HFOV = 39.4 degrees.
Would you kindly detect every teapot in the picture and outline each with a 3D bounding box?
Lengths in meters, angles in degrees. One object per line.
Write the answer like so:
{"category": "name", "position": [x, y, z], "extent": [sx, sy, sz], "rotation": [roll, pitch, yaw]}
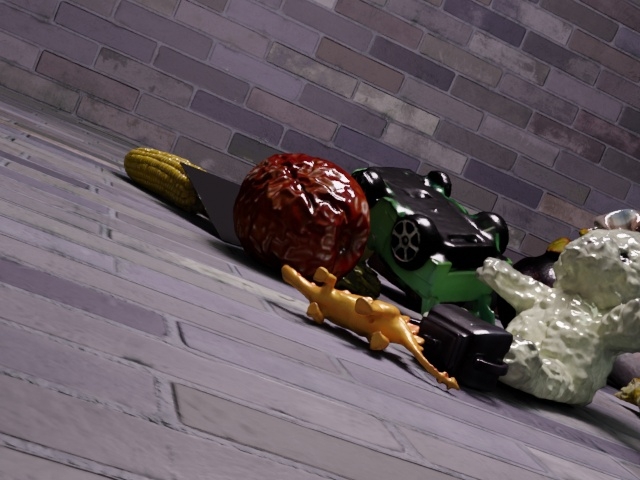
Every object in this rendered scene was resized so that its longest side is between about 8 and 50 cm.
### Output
{"category": "teapot", "position": [0.175, 0.139, 1.200], "extent": [0.096, 0.087, 0.177], "rotation": [14, 9, -40]}

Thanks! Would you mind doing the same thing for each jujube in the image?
{"category": "jujube", "position": [-0.037, -0.040, 1.519], "extent": [0.232, 0.212, 0.213], "rotation": [25, 5, 37]}

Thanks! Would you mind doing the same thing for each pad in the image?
{"category": "pad", "position": [-0.099, -0.032, 1.802], "extent": [0.368, 0.007, 0.247], "rotation": [20, 27, -43]}

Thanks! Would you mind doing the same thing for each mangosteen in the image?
{"category": "mangosteen", "position": [0.522, 0.110, 1.925], "extent": [0.275, 0.302, 0.275], "rotation": [25, 5, -2]}

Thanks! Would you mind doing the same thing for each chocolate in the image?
{"category": "chocolate", "position": [0.725, 0.303, 1.998], "extent": [0.303, 0.100, 0.185], "rotation": [28, -4, 28]}

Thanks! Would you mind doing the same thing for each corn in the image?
{"category": "corn", "position": [-0.325, -0.135, 1.902], "extent": [0.101, 0.101, 0.292], "rotation": [19, 4, -45]}

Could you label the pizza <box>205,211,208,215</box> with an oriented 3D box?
{"category": "pizza", "position": [-0.235, -0.082, 1.962], "extent": [0.188, 0.062, 0.199], "rotation": [9, 14, -15]}

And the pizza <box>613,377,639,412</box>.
{"category": "pizza", "position": [0.639, 0.318, 1.576], "extent": [0.280, 0.075, 0.288], "rotation": [21, 4, 30]}

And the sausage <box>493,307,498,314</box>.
{"category": "sausage", "position": [0.442, 0.117, 2.492], "extent": [0.280, 0.152, 0.152], "rotation": [23, 4, -7]}

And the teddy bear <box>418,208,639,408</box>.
{"category": "teddy bear", "position": [0.387, 0.063, 1.380], "extent": [0.375, 0.362, 0.327], "rotation": [27, 0, -39]}

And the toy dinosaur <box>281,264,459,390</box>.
{"category": "toy dinosaur", "position": [0.069, 0.107, 1.169], "extent": [0.288, 0.070, 0.117], "rotation": [30, 6, 20]}

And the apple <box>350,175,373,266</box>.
{"category": "apple", "position": [0.030, -0.033, 1.762], "extent": [0.200, 0.200, 0.200], "rotation": [23, 4, -2]}

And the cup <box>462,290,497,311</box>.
{"category": "cup", "position": [0.317, 0.096, 2.085], "extent": [0.223, 0.169, 0.176], "rotation": [8, 11, 2]}

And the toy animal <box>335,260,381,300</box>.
{"category": "toy animal", "position": [0.068, 0.068, 1.631], "extent": [0.136, 0.073, 0.181], "rotation": [29, -3, -29]}

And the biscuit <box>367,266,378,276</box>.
{"category": "biscuit", "position": [0.001, 0.022, 1.990], "extent": [0.280, 0.043, 0.183], "rotation": [25, 3, 14]}

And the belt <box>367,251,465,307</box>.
{"category": "belt", "position": [0.224, 0.051, 1.916], "extent": [0.184, 0.164, 0.289], "rotation": [30, 5, -30]}

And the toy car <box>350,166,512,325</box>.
{"category": "toy car", "position": [0.185, 0.003, 1.596], "extent": [0.214, 0.176, 0.358], "rotation": [-2, 35, -37]}
